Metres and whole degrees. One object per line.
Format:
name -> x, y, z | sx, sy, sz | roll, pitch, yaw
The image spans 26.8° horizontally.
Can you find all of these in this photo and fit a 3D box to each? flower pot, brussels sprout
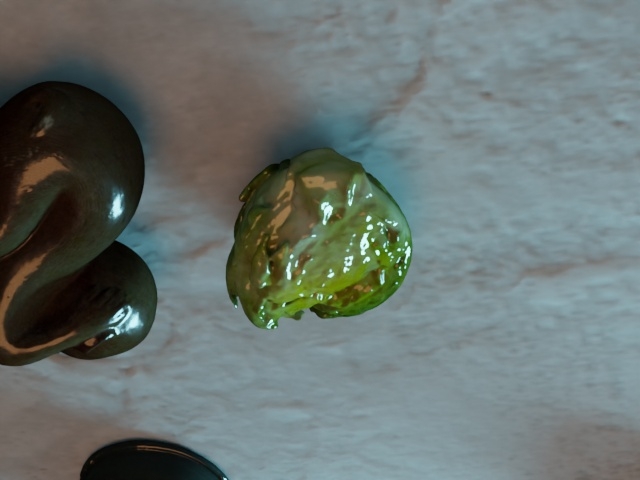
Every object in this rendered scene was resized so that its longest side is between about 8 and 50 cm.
flower pot -> -0.166, 0.279, 1.275 | 0.158, 0.106, 0.157 | 6, 132, 7
brussels sprout -> 0.000, -0.003, 1.009 | 0.139, 0.100, 0.181 | 4, 131, -6

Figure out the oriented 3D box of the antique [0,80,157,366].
antique -> -0.197, -0.007, 1.028 | 0.143, 0.121, 0.256 | -4, 123, 2
